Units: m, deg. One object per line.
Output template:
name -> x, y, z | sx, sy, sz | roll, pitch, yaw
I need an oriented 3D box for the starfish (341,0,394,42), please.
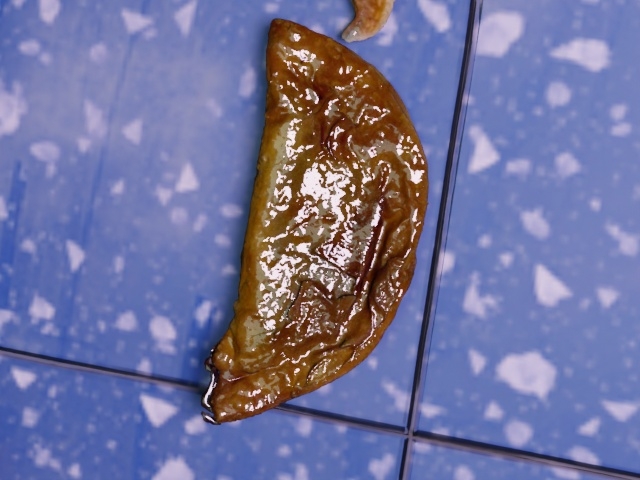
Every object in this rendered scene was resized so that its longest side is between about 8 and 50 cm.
starfish -> 0.070, -0.240, 0.713 | 0.231, 0.048, 0.295 | -1, 91, 26

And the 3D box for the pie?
pie -> 0.002, -0.001, 0.756 | 0.088, 0.033, 0.191 | 11, 92, 6
